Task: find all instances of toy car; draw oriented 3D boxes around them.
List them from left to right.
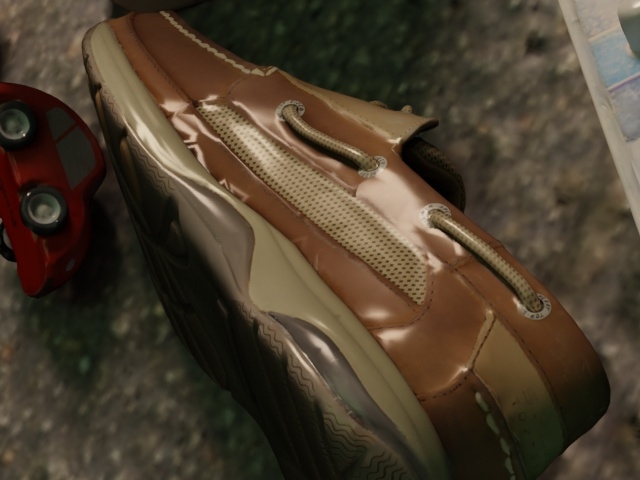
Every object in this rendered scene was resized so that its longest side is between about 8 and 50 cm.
[{"bbox_3d":[-0.150,-0.123,0.854,0.239,0.053,0.225,53,148,37],"label":"toy car"}]

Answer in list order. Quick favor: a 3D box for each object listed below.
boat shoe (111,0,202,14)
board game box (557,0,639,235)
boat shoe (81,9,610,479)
[{"bbox_3d":[-0.028,-0.157,0.836,0.219,0.070,0.078,-17,63,29],"label":"boat shoe"},{"bbox_3d":[0.237,-0.140,0.475,0.390,0.050,0.390,-25,33,13],"label":"board game box"},{"bbox_3d":[0.000,0.000,0.744,0.116,0.123,0.324,-24,43,-13],"label":"boat shoe"}]
